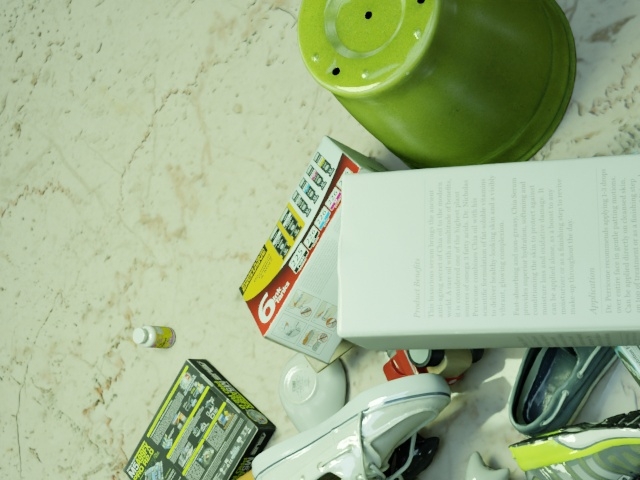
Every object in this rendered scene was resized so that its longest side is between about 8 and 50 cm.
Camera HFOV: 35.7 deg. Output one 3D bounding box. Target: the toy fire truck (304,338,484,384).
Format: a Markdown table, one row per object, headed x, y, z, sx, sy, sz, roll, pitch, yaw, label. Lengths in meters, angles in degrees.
| x | y | z | sx | sy | sz | roll | pitch | yaw | label |
| --- | --- | --- | --- | --- | --- | --- | --- | --- | --- |
| 0.109 | 0.165 | 1.628 | 0.246 | 0.159 | 0.217 | -50 | 52 | 40 | toy fire truck |

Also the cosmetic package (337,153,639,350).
| x | y | z | sx | sy | sz | roll | pitch | yaw | label |
| --- | --- | --- | --- | --- | --- | --- | --- | --- | --- |
| 0.261 | 0.025 | 1.337 | 0.453 | 0.161 | 0.230 | -2 | 76 | 17 | cosmetic package |

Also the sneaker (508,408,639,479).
| x | y | z | sx | sy | sz | roll | pitch | yaw | label |
| --- | --- | --- | --- | --- | --- | --- | --- | --- | --- |
| 0.394 | 0.301 | 1.329 | 0.300 | 0.111 | 0.121 | -27 | 79 | 50 | sneaker |

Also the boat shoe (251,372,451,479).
| x | y | z | sx | sy | sz | roll | pitch | yaw | label |
| --- | --- | --- | --- | --- | --- | --- | --- | --- | --- |
| 0.056 | 0.345 | 1.531 | 0.367 | 0.136 | 0.156 | -31 | 53 | 18 | boat shoe |

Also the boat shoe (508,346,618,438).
| x | y | z | sx | sy | sz | roll | pitch | yaw | label |
| --- | --- | --- | --- | --- | --- | --- | --- | --- | --- |
| 0.371 | 0.149 | 1.462 | 0.116 | 0.099 | 0.319 | 30 | 98 | 37 | boat shoe |

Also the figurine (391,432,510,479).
| x | y | z | sx | sy | sz | roll | pitch | yaw | label |
| --- | --- | --- | --- | --- | --- | --- | --- | --- | --- |
| 0.178 | 0.413 | 1.552 | 0.215 | 0.092 | 0.209 | 17 | 80 | 37 | figurine |

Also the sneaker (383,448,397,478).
| x | y | z | sx | sy | sz | roll | pitch | yaw | label |
| --- | --- | --- | --- | --- | --- | --- | --- | --- | --- |
| 0.076 | 0.367 | 1.658 | 0.089 | 0.051 | 0.170 | 14 | 94 | 30 | sneaker |

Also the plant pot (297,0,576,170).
| x | y | z | sx | sy | sz | roll | pitch | yaw | label |
| --- | --- | --- | --- | --- | --- | --- | --- | --- | --- |
| 0.153 | -0.295 | 1.525 | 0.367 | 0.353 | 0.366 | -6 | 79 | 34 | plant pot |

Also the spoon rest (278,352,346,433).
| x | y | z | sx | sy | sz | roll | pitch | yaw | label |
| --- | --- | --- | --- | --- | --- | --- | --- | --- | --- |
| -0.014 | 0.318 | 1.723 | 0.137 | 0.084 | 0.276 | -15 | 61 | 30 | spoon rest |

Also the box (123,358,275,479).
| x | y | z | sx | sy | sz | roll | pitch | yaw | label |
| --- | --- | --- | --- | --- | --- | --- | --- | --- | --- |
| -0.230 | 0.391 | 1.857 | 0.216 | 0.060 | 0.270 | 37 | 103 | 33 | box |

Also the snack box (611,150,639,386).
| x | y | z | sx | sy | sz | roll | pitch | yaw | label |
| --- | --- | --- | --- | --- | --- | --- | --- | --- | --- |
| 0.457 | 0.052 | 1.395 | 0.187 | 0.060 | 0.322 | -31 | 68 | 1 | snack box |

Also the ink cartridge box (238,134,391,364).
| x | y | z | sx | sy | sz | roll | pitch | yaw | label |
| --- | --- | --- | --- | --- | --- | --- | --- | --- | --- |
| 0.000 | 0.000 | 1.647 | 0.309 | 0.130 | 0.272 | -60 | 23 | 10 | ink cartridge box |

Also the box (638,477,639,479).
| x | y | z | sx | sy | sz | roll | pitch | yaw | label |
| --- | --- | --- | --- | --- | --- | --- | --- | --- | --- |
| 0.637 | 0.340 | 1.257 | 0.318 | 0.097 | 0.395 | -45 | 59 | 19 | box |

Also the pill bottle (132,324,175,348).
| x | y | z | sx | sy | sz | roll | pitch | yaw | label |
| --- | --- | --- | --- | --- | --- | --- | --- | --- | --- |
| -0.326 | 0.188 | 1.936 | 0.043 | 0.083 | 0.043 | -6 | 80 | 34 | pill bottle |

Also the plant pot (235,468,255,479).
| x | y | z | sx | sy | sz | roll | pitch | yaw | label |
| --- | --- | --- | --- | --- | --- | --- | --- | --- | --- |
| -0.126 | 0.496 | 1.702 | 0.188 | 0.205 | 0.205 | -46 | 60 | 1 | plant pot |
